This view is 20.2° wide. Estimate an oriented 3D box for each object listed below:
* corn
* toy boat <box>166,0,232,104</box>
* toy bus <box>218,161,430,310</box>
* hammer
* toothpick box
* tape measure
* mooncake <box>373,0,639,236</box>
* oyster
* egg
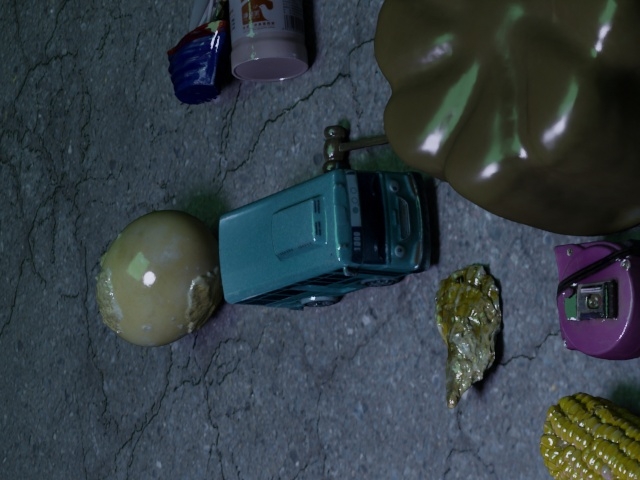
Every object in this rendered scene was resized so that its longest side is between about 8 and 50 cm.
[{"bbox_3d":[0.310,0.231,1.651,0.292,0.101,0.101,36,114,49],"label":"corn"},{"bbox_3d":[-0.159,-0.319,2.391,0.219,0.072,0.318,124,150,-52],"label":"toy boat"},{"bbox_3d":[0.000,0.000,2.068,0.256,0.147,0.128,-20,71,52],"label":"toy bus"},{"bbox_3d":[0.098,-0.118,2.055,0.292,0.029,0.058,-7,81,51],"label":"hammer"},{"bbox_3d":[-0.067,-0.283,2.242,0.098,0.098,0.149,-20,70,51],"label":"toothpick box"},{"bbox_3d":[0.278,0.057,1.737,0.125,0.074,0.118,-13,75,55],"label":"tape measure"},{"bbox_3d":[0.222,-0.201,1.748,0.378,0.201,0.378,-10,77,52],"label":"mooncake"},{"bbox_3d":[0.154,0.097,1.940,0.121,0.045,0.146,-135,59,-63],"label":"oyster"},{"bbox_3d":[-0.207,0.052,2.334,0.201,0.164,0.164,-58,43,34],"label":"egg"}]
